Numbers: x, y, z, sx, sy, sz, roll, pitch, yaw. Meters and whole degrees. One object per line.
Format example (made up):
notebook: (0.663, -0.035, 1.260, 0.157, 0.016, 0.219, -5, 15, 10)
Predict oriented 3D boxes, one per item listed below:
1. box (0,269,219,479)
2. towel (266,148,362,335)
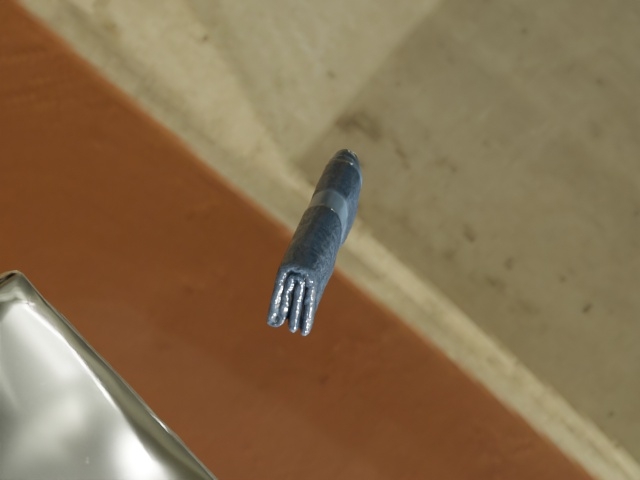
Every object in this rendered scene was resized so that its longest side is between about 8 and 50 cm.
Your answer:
box: (-0.157, 0.206, 0.336, 0.179, 0.312, 0.343, 47, -160, -1)
towel: (0.000, 0.000, 1.191, 0.029, 0.067, 0.119, 19, -133, 6)
